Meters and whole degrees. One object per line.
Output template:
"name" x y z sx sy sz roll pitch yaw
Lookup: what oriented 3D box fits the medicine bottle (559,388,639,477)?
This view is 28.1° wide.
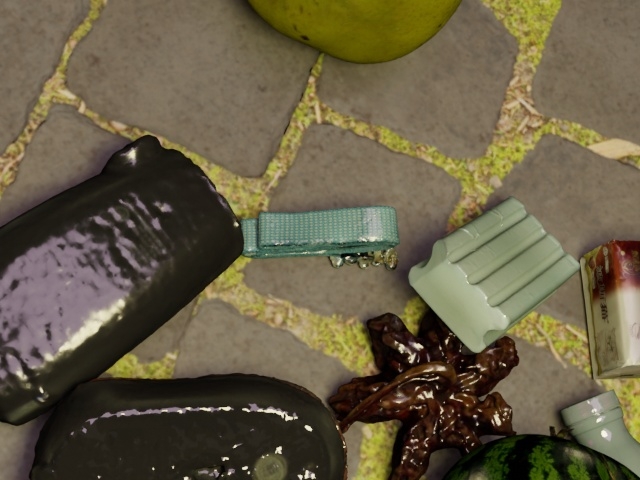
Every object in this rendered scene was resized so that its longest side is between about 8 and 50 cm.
"medicine bottle" 0.340 0.278 1.423 0.090 0.090 0.217 -18 78 -17

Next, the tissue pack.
"tissue pack" 0.372 0.081 1.481 0.106 0.099 0.149 0 74 -13

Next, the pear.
"pear" 0.052 -0.346 1.445 0.294 0.294 0.294 3 74 -12

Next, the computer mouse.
"computer mouse" -0.134 0.229 1.313 0.323 0.116 0.183 1 90 -9

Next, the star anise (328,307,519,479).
"star anise" 0.125 0.164 1.392 0.190 0.126 0.220 29 67 -8

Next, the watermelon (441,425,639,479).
"watermelon" 0.228 0.328 1.298 0.268 0.269 0.269 3 74 -12

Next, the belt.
"belt" 0.000 -0.005 1.444 0.179 0.100 0.065 -1 75 2

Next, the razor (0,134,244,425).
"razor" -0.247 0.036 1.349 0.327 0.107 0.189 -38 86 -20

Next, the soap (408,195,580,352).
"soap" 0.195 0.034 1.417 0.119 0.066 0.198 47 36 12
